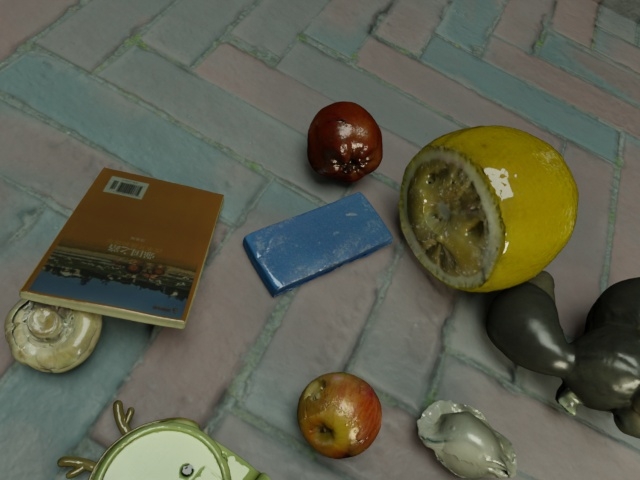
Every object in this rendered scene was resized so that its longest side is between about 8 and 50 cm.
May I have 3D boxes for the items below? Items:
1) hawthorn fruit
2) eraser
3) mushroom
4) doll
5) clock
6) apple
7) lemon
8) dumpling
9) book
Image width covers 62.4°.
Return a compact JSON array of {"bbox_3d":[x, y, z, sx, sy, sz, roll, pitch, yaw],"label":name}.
[{"bbox_3d":[0.057,-0.242,1.227,0.185,0.185,0.202,6,54,-12],"label":"hawthorn fruit"},{"bbox_3d":[0.000,0.000,1.138,0.311,0.043,0.144,-22,68,-27],"label":"eraser"},{"bbox_3d":[-0.444,0.142,0.876,0.154,0.122,0.154,2,67,-4],"label":"mushroom"},{"bbox_3d":[0.582,0.159,1.092,0.378,0.252,0.382,39,50,9],"label":"doll"},{"bbox_3d":[-0.244,0.383,0.798,0.308,0.096,0.235,36,57,9],"label":"clock"},{"bbox_3d":[0.031,0.300,0.899,0.146,0.146,0.147,7,57,-12],"label":"apple"},{"bbox_3d":[0.373,-0.076,1.120,0.364,0.364,0.364,7,57,-12],"label":"lemon"},{"bbox_3d":[0.268,0.361,0.962,0.187,0.108,0.127,22,28,15],"label":"dumpling"},{"bbox_3d":[-0.341,-0.004,0.988,0.262,0.028,0.374,14,39,-8],"label":"book"}]
